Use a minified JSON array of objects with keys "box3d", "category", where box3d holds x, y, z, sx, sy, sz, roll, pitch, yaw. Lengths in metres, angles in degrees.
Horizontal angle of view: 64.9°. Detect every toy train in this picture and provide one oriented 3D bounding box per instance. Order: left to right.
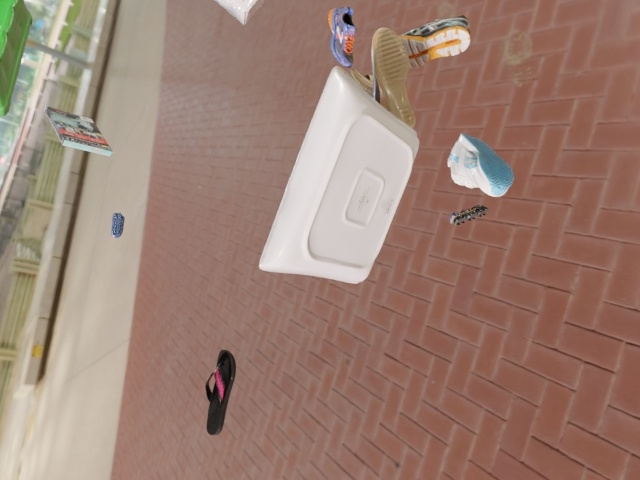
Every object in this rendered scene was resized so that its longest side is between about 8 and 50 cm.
[{"box3d":[0.396,-0.071,1.348,0.036,0.158,0.027,41,131,32],"category":"toy train"}]

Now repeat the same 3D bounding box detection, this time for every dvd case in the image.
[{"box3d":[-0.438,-0.198,0.910,0.119,0.087,0.013,49,115,31],"category":"dvd case"}]

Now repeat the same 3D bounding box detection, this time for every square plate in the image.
[{"box3d":[0.065,-0.085,0.926,0.049,0.344,0.347,24,95,34],"category":"square plate"}]

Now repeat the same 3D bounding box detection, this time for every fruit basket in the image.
[{"box3d":[-0.680,-0.339,0.961,0.353,0.166,0.326,-11,69,49],"category":"fruit basket"}]

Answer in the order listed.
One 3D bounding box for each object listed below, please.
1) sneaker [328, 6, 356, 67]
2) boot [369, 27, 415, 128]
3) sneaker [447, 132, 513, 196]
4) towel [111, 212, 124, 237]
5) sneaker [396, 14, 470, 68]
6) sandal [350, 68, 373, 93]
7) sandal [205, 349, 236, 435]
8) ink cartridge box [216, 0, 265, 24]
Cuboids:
[{"box3d":[0.085,-0.717,1.765,0.087,0.083,0.221,-10,91,41],"category":"sneaker"},{"box3d":[0.135,-0.352,1.204,0.207,0.090,0.248,177,79,-69],"category":"boot"},{"box3d":[0.349,-0.151,1.114,0.228,0.088,0.092,-96,27,-56],"category":"sneaker"},{"box3d":[-0.552,-0.040,1.370,0.119,0.029,0.067,177,98,-69],"category":"towel"},{"box3d":[0.245,-0.462,1.165,0.215,0.084,0.083,2,57,32],"category":"sneaker"},{"box3d":[0.178,-0.531,1.709,0.180,0.072,0.049,38,80,23],"category":"sandal"},{"box3d":[-0.220,0.318,1.071,0.067,0.040,0.179,-22,53,44],"category":"sandal"},{"box3d":[-0.223,-0.674,1.249,0.154,0.212,0.093,-53,7,-5],"category":"ink cartridge box"}]
